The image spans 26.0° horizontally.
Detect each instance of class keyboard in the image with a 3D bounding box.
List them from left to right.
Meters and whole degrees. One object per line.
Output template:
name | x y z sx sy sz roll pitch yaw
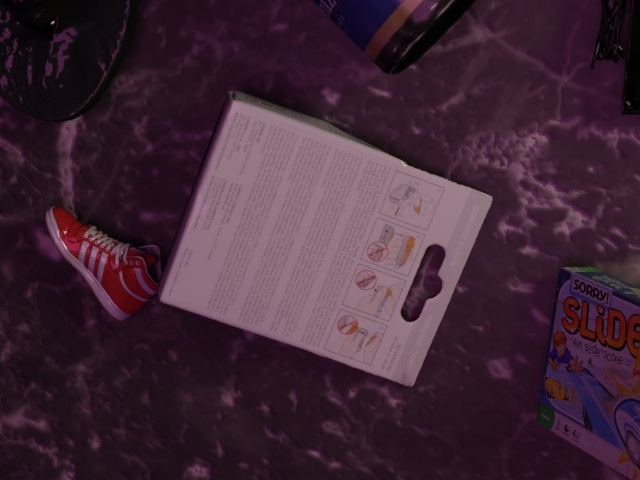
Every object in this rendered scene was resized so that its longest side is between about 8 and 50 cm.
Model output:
keyboard | 0.259 -0.193 1.073 0.100 0.038 0.192 2 101 -9

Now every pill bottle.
pill bottle | 0.021 -0.244 1.070 0.219 0.123 0.123 45 108 3

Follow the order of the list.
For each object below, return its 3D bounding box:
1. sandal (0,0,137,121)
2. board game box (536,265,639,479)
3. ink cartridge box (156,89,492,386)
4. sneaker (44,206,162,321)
sandal | -0.237 -0.317 1.130 0.168 0.107 0.445 8 103 13
board game box | 0.246 0.110 1.057 0.035 0.201 0.136 0 104 -28
ink cartridge box | 0.000 0.000 1.173 0.232 0.066 0.189 18 106 -11
sneaker | -0.185 0.007 1.215 0.067 0.042 0.118 -34 99 22
